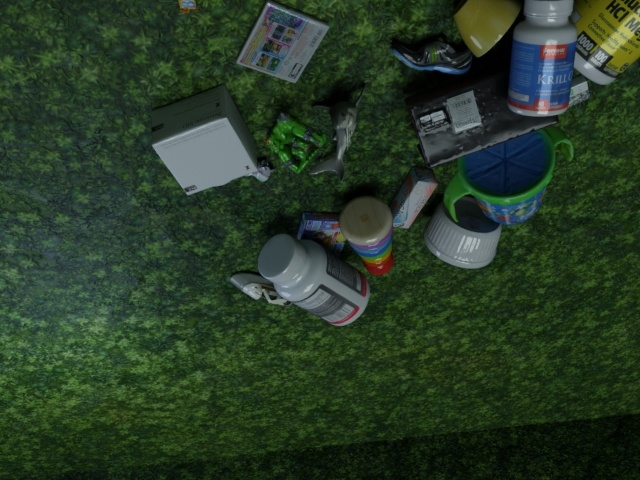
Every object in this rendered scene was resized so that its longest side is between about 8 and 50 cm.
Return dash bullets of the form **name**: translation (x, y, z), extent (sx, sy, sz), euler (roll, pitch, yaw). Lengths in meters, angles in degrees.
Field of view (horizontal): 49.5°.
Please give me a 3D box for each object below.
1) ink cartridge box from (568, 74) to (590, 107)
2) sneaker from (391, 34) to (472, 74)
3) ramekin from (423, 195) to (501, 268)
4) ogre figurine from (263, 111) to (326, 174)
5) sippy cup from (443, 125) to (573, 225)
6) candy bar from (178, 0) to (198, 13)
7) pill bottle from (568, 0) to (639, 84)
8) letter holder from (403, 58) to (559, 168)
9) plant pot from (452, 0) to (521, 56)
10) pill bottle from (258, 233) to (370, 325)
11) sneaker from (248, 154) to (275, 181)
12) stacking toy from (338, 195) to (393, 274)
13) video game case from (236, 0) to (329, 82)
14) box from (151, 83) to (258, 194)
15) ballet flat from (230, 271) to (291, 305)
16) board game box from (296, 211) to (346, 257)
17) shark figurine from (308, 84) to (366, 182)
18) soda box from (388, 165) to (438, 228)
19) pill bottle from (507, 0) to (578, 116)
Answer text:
- **ink cartridge box**: translation (0.589, -0.349, 1.683), extent (0.115, 0.029, 0.063), euler (-24, 140, 14)
- **sneaker**: translation (0.241, -0.409, 1.505), extent (0.188, 0.067, 0.078), euler (3, 118, -15)
- **ramekin**: translation (0.394, -0.032, 1.893), extent (0.207, 0.207, 0.109), euler (2, 130, -17)
- **ogre figurine**: translation (-0.064, -0.226, 1.592), extent (0.118, 0.197, 0.097), euler (39, 86, -4)
- **sippy cup**: translation (0.474, -0.156, 1.756), extent (0.305, 0.240, 0.224), euler (3, 158, 21)
- **candy bar**: translation (-0.258, -0.497, 1.294), extent (0.040, 0.018, 0.162), euler (-8, 141, -5)
- **pill bottle**: translation (0.636, -0.493, 1.390), extent (0.187, 0.188, 0.334), euler (16, 134, -30)
- **letter holder**: translation (0.355, -0.309, 1.600), extent (0.301, 0.214, 0.152), euler (-19, 109, 8)
- **plant pot**: translation (0.328, -0.459, 1.419), extent (0.095, 0.134, 0.134), euler (36, 127, -11)
- **pill bottle**: translation (-0.019, 0.104, 1.910), extent (0.176, 0.176, 0.318), euler (-32, 138, 24)
- **sneaker**: translation (-0.154, -0.185, 1.693), extent (0.098, 0.038, 0.069), euler (14, 134, -42)
- **stacking toy**: translation (0.147, 0.011, 1.916), extent (0.141, 0.141, 0.330), euler (-16, 152, 6)
- **video game case**: translation (-0.080, -0.411, 1.445), extent (0.143, 0.019, 0.157), euler (13, 136, -27)
- **box**: translation (-0.257, -0.222, 1.552), extent (0.180, 0.119, 0.182), euler (-18, 141, 8)
- **ballet flat**: translation (-0.169, 0.149, 2.072), extent (0.213, 0.068, 0.072), euler (18, 133, -31)
- **board game box**: translation (0.000, 0.000, 1.958), extent (0.136, 0.035, 0.201), euler (1, 140, -16)
- **shark figurine**: translation (0.029, -0.267, 1.614), extent (0.116, 0.166, 0.278), euler (18, 158, 3)
- **soda box**: translation (0.243, -0.113, 1.862), extent (0.062, 0.058, 0.183), euler (6, 138, -21)
- **pill bottle**: translation (0.442, -0.370, 1.382), extent (0.124, 0.124, 0.222), euler (-7, 119, -6)
